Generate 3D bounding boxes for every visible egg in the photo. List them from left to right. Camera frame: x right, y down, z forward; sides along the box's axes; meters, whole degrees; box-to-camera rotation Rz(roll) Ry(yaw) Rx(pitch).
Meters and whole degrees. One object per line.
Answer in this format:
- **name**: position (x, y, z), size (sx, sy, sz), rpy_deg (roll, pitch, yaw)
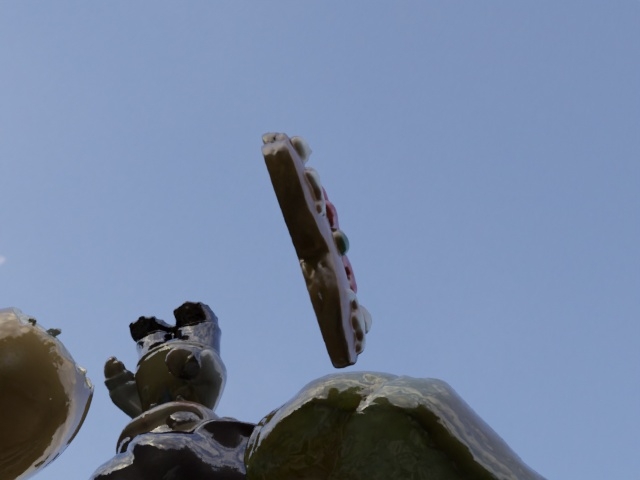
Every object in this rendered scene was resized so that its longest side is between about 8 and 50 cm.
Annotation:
- **egg**: position (-0.158, 0.081, 0.680), size (0.096, 0.080, 0.080), rpy_deg (-43, -75, -12)

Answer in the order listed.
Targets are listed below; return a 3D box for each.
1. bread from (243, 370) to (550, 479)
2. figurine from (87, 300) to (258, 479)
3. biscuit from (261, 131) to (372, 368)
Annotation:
- **bread**: position (0.079, 0.288, 1.446), size (0.341, 0.210, 0.300), rpy_deg (38, -74, 11)
- **figurine**: position (-0.170, 0.220, 1.631), size (0.218, 0.365, 0.206), rpy_deg (-10, -32, 2)
- **biscuit**: position (0.000, 0.000, 1.250), size (0.047, 0.339, 0.216), rpy_deg (-17, -92, 1)
